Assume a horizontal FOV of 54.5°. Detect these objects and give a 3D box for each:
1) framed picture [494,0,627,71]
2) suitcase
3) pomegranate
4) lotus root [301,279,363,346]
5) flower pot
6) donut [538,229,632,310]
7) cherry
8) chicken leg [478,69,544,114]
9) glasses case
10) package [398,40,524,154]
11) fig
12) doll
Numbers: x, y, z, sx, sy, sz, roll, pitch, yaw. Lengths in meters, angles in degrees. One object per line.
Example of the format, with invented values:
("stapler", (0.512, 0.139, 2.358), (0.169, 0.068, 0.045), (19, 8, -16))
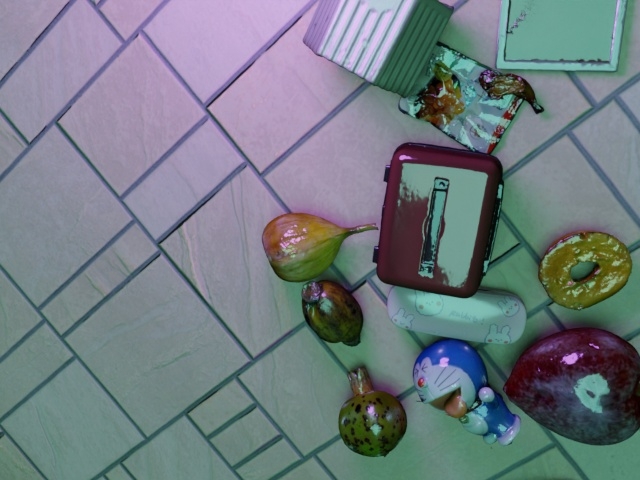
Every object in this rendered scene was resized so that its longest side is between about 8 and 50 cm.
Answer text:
("framed picture", (0.462, -0.474, 1.182), (0.232, 0.019, 0.296), (6, 105, 11))
("suitcase", (0.239, -0.042, 1.268), (0.236, 0.161, 0.297), (10, 106, 13))
("pomegranate", (0.113, 0.394, 1.423), (0.159, 0.159, 0.205), (-22, 73, 17))
("lotus root", (0.033, 0.163, 1.390), (0.120, 0.120, 0.209), (-26, 124, 18))
("flower pot", (0.104, -0.407, 1.182), (0.239, 0.209, 0.190), (28, 109, 3))
("donut", (0.538, 0.053, 1.277), (0.178, 0.065, 0.162), (-24, 102, 17))
("cherry", (0.526, 0.293, 1.267), (0.300, 0.203, 0.230), (-5, 110, 23))
("chicken leg", (0.378, -0.294, 1.220), (0.145, 0.037, 0.062), (17, 118, -2))
("glasses case", (0.293, 0.152, 1.351), (0.296, 0.075, 0.113), (7, 104, 10))
("package", (0.282, -0.288, 1.261), (0.232, 0.040, 0.166), (30, 109, 2))
("fig", (0.000, 0.000, 1.347), (0.257, 0.159, 0.159), (-14, 101, 9))
("doll", (0.309, 0.337, 1.348), (0.257, 0.161, 0.215), (47, 150, 4))
